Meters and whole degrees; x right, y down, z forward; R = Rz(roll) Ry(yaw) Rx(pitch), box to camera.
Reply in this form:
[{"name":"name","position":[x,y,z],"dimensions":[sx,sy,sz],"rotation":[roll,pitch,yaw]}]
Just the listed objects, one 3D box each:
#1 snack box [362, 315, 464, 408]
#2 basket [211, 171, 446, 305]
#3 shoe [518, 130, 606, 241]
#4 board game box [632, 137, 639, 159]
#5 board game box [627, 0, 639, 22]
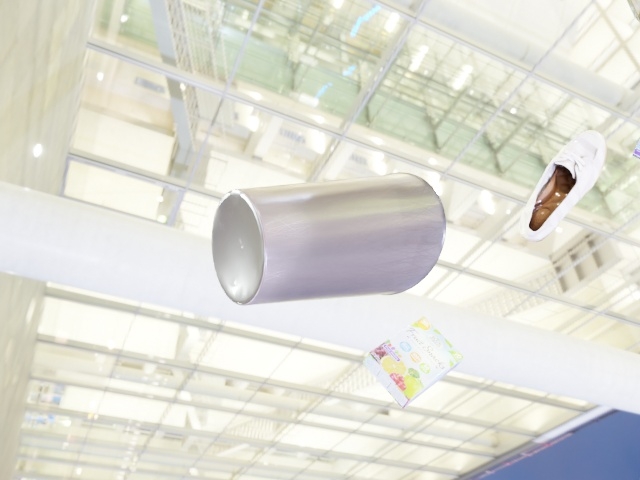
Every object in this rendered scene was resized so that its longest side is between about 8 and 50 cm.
[{"name":"snack box","position":[0.155,0.199,0.942],"dimensions":[0.100,0.141,0.037],"rotation":[48,-38,23]},{"name":"basket","position":[0.000,0.000,0.676],"dimensions":[0.204,0.226,0.154],"rotation":[-31,-111,50]},{"name":"shoe","position":[0.413,-0.094,0.960],"dimensions":[0.076,0.058,0.219],"rotation":[33,-87,27]},{"name":"board game box","position":[0.670,-0.156,0.997],"dimensions":[0.201,0.035,0.136],"rotation":[42,-21,31]},{"name":"board game box","position":[0.643,-0.560,1.074],"dimensions":[0.165,0.243,0.042],"rotation":[-30,-143,26]}]
